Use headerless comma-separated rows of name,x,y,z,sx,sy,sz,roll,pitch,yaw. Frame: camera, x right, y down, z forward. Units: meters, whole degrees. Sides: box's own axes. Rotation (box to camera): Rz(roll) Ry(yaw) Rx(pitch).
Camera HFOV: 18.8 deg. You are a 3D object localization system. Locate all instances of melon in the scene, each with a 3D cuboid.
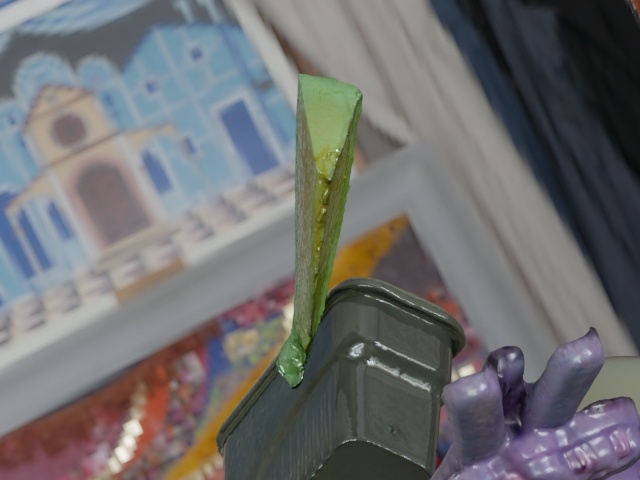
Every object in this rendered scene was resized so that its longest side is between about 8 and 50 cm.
melon,-0.001,0.001,1.579,0.053,0.262,0.114,3,24,-8

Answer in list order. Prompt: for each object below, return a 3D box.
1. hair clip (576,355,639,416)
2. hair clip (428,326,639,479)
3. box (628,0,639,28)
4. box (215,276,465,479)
hair clip,0.258,0.154,1.280,0.282,0.113,0.172,13,60,51
hair clip,0.084,0.123,0.900,0.137,0.090,0.278,-13,-18,-13
box,0.288,-0.200,1.118,0.195,0.148,0.178,-55,22,35
box,0.015,0.183,1.692,0.274,0.138,0.178,-53,23,36
